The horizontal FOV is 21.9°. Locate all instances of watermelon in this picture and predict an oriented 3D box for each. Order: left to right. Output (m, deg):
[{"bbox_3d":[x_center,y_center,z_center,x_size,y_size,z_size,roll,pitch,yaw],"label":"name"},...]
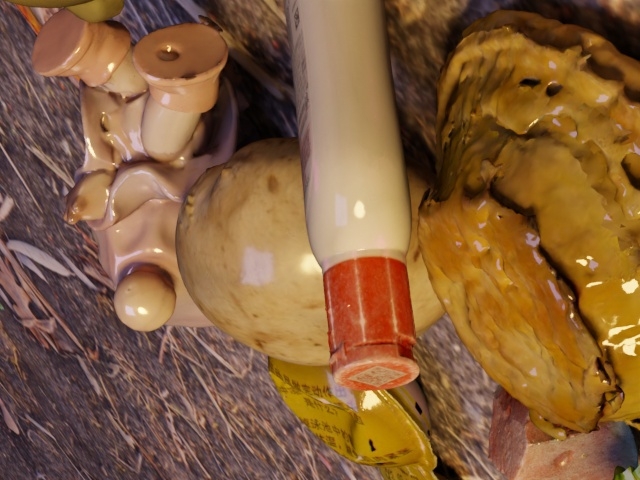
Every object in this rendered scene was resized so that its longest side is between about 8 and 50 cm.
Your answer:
[{"bbox_3d":[0.136,0.116,0.941,0.092,0.072,0.084,46,175,1],"label":"watermelon"}]

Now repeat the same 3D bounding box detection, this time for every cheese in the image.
[{"bbox_3d":[0.039,0.130,1.157,0.156,0.064,0.250,22,153,52],"label":"cheese"}]

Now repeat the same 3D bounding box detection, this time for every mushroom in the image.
[{"bbox_3d":[0.000,0.000,0.936,0.166,0.166,0.127,104,165,-63],"label":"mushroom"}]

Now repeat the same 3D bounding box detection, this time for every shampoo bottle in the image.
[{"bbox_3d":[0.016,-0.037,0.804,0.108,0.051,0.221,94,170,-65],"label":"shampoo bottle"}]

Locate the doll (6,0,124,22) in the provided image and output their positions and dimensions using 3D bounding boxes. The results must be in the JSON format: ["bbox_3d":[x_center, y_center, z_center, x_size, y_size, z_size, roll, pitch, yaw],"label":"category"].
[{"bbox_3d":[-0.167,-0.243,0.856,0.261,0.161,0.177,55,156,-1],"label":"doll"}]

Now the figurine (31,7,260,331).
[{"bbox_3d":[-0.091,-0.042,1.041,0.276,0.133,0.200,78,-174,-56],"label":"figurine"}]

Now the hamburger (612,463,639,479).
[{"bbox_3d":[0.211,0.151,0.811,0.137,0.087,0.166,43,157,-4],"label":"hamburger"}]

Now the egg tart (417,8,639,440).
[{"bbox_3d":[0.119,0.009,0.769,0.241,0.106,0.241,46,158,24],"label":"egg tart"}]
